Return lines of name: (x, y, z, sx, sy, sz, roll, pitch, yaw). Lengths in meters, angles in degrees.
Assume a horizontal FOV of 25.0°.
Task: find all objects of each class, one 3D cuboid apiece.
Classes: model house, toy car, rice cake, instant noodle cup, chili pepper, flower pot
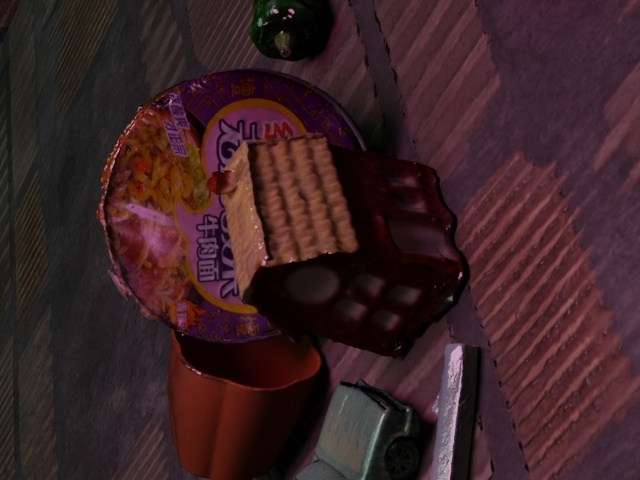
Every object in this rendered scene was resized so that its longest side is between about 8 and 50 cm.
model house: (0.000, 0.000, 1.578, 0.160, 0.253, 0.196, -58, 30, 38)
toy car: (0.016, 0.315, 1.562, 0.141, 0.097, 0.321, 21, 97, 63)
rice cake: (0.133, 0.192, 1.465, 0.042, 0.030, 0.180, -8, 69, 48)
instant noodle cup: (-0.124, -0.068, 1.806, 0.266, 0.339, 0.340, -135, 62, -69)
chili pepper: (-0.045, -0.347, 2.012, 0.136, 0.099, 0.271, -39, 39, 38)
flower pot: (-0.104, 0.200, 1.794, 0.191, 0.190, 0.173, -122, 38, -56)
